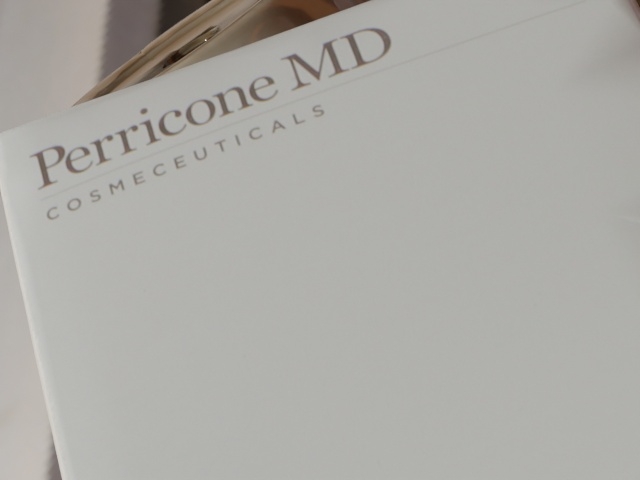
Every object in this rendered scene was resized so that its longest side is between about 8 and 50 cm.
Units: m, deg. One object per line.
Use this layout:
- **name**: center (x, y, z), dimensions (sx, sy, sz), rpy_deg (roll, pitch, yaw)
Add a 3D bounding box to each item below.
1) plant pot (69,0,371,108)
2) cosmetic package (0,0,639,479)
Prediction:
- **plant pot**: center (0.000, 0.000, 1.120), dimensions (0.323, 0.280, 0.323), rpy_deg (-34, 12, 9)
- **cosmetic package**: center (0.054, 0.113, 0.563), dimensions (0.217, 0.156, 0.385), rpy_deg (-21, 54, 0)
